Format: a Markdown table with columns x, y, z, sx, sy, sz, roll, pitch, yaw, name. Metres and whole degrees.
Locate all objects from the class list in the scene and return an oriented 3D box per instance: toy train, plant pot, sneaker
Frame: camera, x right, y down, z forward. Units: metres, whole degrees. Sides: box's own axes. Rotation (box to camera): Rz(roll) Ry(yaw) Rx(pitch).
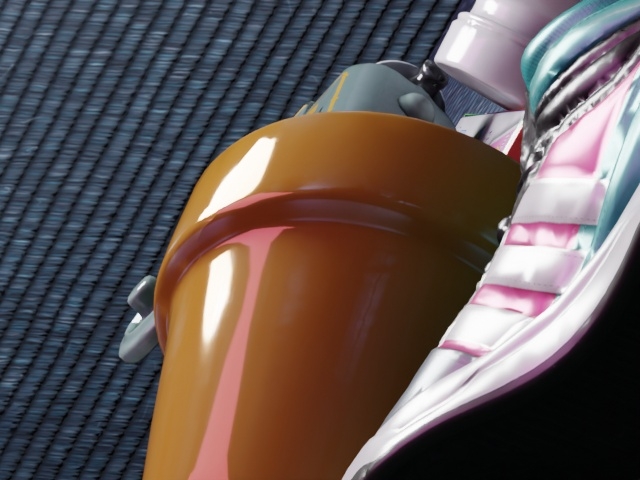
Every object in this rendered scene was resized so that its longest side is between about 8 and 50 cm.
| x | y | z | sx | sy | sz | roll | pitch | yaw | name |
| --- | --- | --- | --- | --- | --- | --- | --- | --- | --- |
| 0.000 | 0.000 | 1.119 | 0.190 | 0.142 | 0.334 | -45 | 9 | 27 | toy train |
| 0.009 | 0.081 | 0.787 | 0.205 | 0.205 | 0.188 | -57 | 8 | 46 | plant pot |
| 0.097 | 0.014 | 0.661 | 0.295 | 0.124 | 0.178 | -51 | 12 | 22 | sneaker |

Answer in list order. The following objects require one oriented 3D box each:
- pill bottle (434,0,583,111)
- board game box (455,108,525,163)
| x | y | z | sx | sy | sz | roll | pitch | yaw | name |
| --- | --- | --- | --- | --- | --- | --- | --- | --- | --- |
| 0.173 | -0.194 | 1.133 | 0.245 | 0.136 | 0.136 | -61 | 4 | 2 | pill bottle |
| 0.082 | 0.033 | 1.204 | 0.242 | 0.064 | 0.316 | -60 | 4 | 2 | board game box |
